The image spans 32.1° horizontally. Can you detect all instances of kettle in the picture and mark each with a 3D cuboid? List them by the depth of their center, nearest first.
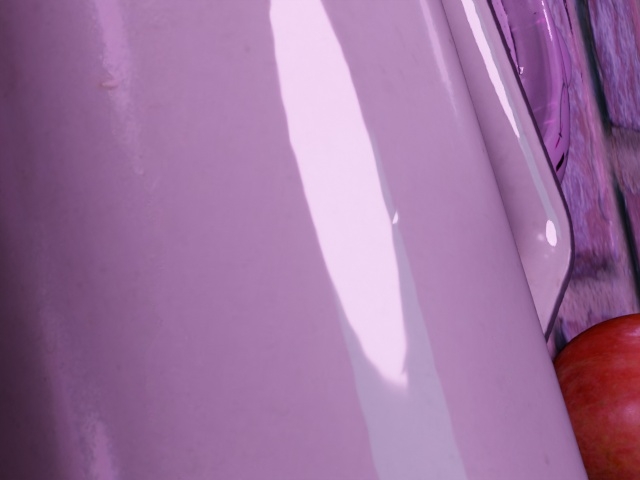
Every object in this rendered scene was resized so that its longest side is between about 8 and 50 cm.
[{"bbox_3d":[0.000,0.000,0.504,0.361,0.250,0.376,-8,82,-41],"label":"kettle"}]

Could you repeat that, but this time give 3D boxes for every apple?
[{"bbox_3d":[0.291,0.163,0.950,0.209,0.164,0.209,20,64,-48],"label":"apple"}]

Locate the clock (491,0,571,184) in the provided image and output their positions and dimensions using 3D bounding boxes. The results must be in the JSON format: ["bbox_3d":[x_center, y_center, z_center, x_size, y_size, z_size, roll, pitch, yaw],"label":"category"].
[{"bbox_3d":[0.090,-0.145,0.823,0.322,0.113,0.295,43,45,-40],"label":"clock"}]
